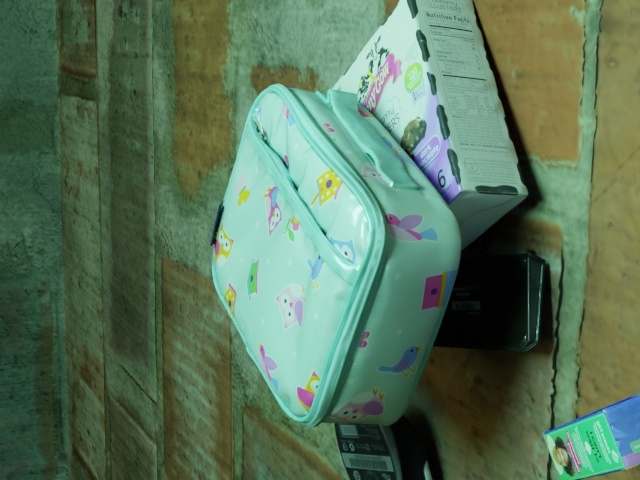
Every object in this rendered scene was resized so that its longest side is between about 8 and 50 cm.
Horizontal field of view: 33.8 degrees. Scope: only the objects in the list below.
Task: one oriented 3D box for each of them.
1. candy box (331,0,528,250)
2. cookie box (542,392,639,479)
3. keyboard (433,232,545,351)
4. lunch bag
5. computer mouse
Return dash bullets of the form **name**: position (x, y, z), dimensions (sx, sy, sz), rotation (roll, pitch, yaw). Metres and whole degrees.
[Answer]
- **candy box**: position (0.085, -0.088, 0.918), dimensions (0.165, 0.070, 0.196), rotation (-48, 48, 53)
- **cookie box**: position (0.207, 0.121, 0.684), dimensions (0.107, 0.091, 0.040), rotation (114, 137, -70)
- **keyboard**: position (0.134, 0.040, 0.916), dimensions (0.180, 0.023, 0.108), rotation (-7, 81, 62)
- **lunch bag**: position (0.000, 0.000, 0.885), dimensions (0.279, 0.107, 0.224), rotation (54, 136, 50)
- **computer mouse**: position (0.067, 0.273, 1.057), dimensions (0.184, 0.060, 0.262), rotation (-23, 85, 58)
